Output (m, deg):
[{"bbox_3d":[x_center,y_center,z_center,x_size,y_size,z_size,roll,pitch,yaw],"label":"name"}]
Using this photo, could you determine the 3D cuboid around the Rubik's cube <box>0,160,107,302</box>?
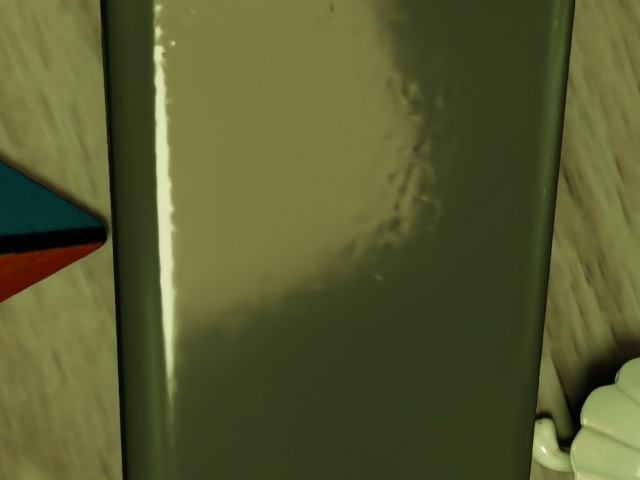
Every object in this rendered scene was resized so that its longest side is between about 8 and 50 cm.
[{"bbox_3d":[-0.187,0.007,0.322,0.250,0.234,0.284,5,91,-12],"label":"Rubik's cube"}]

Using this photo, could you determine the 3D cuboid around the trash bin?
[{"bbox_3d":[0.000,0.000,0.426,0.165,0.115,0.225,-1,97,-13],"label":"trash bin"}]

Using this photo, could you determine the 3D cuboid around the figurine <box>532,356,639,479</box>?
[{"bbox_3d":[0.144,0.094,0.483,0.094,0.082,0.086,-36,82,-18],"label":"figurine"}]
